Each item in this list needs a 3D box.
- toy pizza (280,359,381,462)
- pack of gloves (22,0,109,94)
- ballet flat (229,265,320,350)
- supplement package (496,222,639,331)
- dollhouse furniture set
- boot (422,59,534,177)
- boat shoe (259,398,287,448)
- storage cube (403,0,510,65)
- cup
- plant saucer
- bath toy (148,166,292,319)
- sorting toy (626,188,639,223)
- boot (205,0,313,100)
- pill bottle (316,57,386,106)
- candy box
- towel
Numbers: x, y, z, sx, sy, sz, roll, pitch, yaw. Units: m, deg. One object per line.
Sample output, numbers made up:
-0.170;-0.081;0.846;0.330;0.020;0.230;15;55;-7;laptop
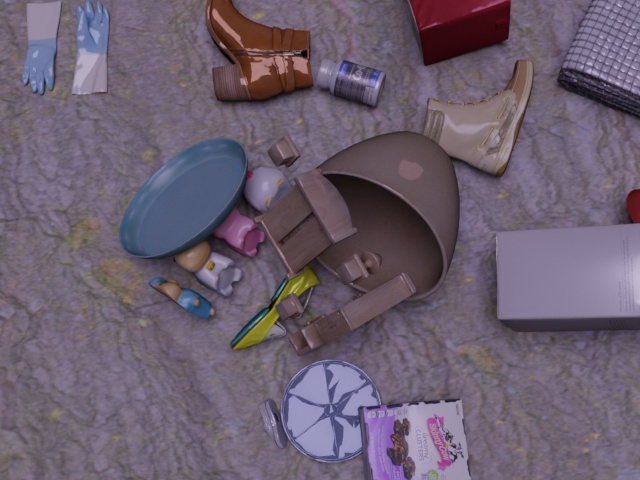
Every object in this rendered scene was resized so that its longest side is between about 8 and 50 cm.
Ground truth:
0.021;0.339;1.703;0.201;0.032;0.201;0;77;0;toy pizza
-0.577;-0.442;1.916;0.195;0.046;0.232;-2;77;2;pack of gloves
-0.085;0.149;1.738;0.077;0.077;0.231;40;80;-6;ballet flat
0.495;0.075;1.620;0.292;0.177;0.175;-4;76;23;supplement package
0.000;0.000;1.635;0.173;0.303;0.356;-25;83;-36;dollhouse furniture set
0.327;-0.282;1.801;0.203;0.095;0.262;18;83;9;boot
-0.098;0.369;1.707;0.035;0.035;0.100;-26;79;25;boat shoe
0.280;-0.507;1.798;0.193;0.215;0.184;-17;77;6;storage cube
0.141;-0.079;1.675;0.331;0.331;0.237;29;56;9;cup
-0.270;-0.080;1.733;0.317;0.044;0.318;-23;40;21;plant saucer
-0.200;-0.016;1.755;0.129;0.151;0.348;27;74;32;bath toy
0.747;0.032;1.660;0.127;0.126;0.366;-13;71;-43;sorting toy
-0.132;-0.445;1.855;0.220;0.109;0.284;-8;79;3;boot
0.066;-0.343;1.836;0.137;0.078;0.078;17;79;7;pill bottle
0.180;0.395;1.644;0.196;0.070;0.165;-4;78;-7;candy box
0.671;-0.386;1.792;0.283;0.121;0.235;25;78;10;towel
